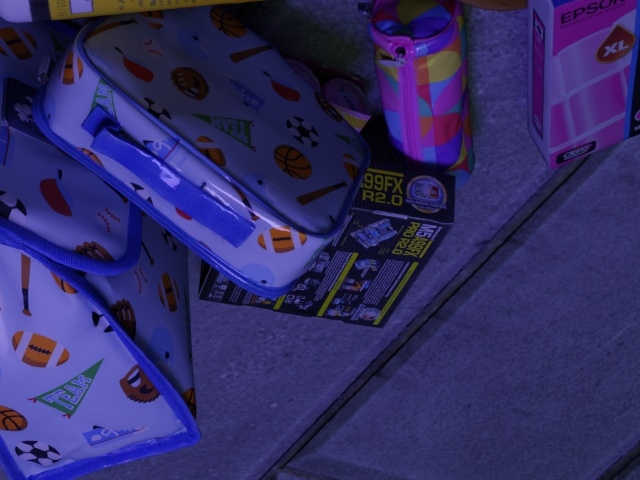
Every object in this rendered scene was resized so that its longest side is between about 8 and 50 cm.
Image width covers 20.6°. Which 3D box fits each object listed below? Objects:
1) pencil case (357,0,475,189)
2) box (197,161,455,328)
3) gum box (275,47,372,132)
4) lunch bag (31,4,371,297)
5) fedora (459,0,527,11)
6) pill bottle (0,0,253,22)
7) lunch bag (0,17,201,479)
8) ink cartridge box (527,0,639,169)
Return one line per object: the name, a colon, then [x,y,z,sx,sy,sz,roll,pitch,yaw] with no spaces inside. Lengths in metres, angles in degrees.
pencil case: [0.101,-0.149,1.756,0.104,0.104,0.236,-13,138,0]
box: [0.000,0.000,1.845,0.216,0.060,0.270,9,152,-10]
gum box: [-0.050,-0.131,1.765,0.188,0.062,0.107,17,130,-28]
lunch bag: [-0.108,-0.097,1.570,0.303,0.243,0.115,37,124,-7]
fedora: [0.184,-0.298,1.627,0.194,0.079,0.194,-14,145,-10]
pill bottle: [-0.116,-0.290,1.483,0.334,0.188,0.188,-6,138,-6]
lunch bag: [-0.265,-0.013,1.644,0.239,0.328,0.385,-19,134,11]
ink cartridge box: [0.288,-0.215,1.686,0.176,0.069,0.371,-22,148,-6]
